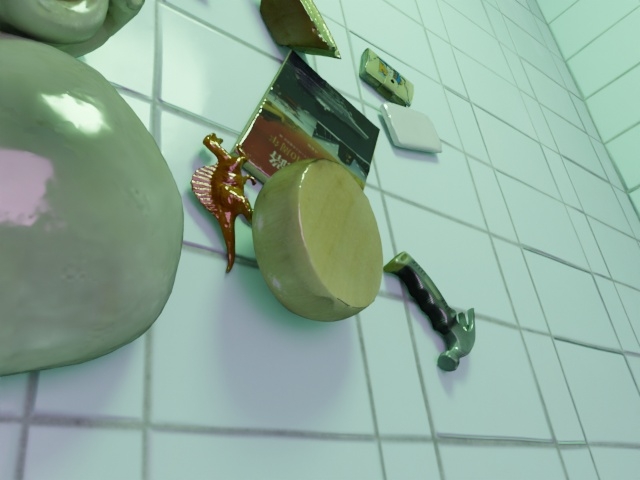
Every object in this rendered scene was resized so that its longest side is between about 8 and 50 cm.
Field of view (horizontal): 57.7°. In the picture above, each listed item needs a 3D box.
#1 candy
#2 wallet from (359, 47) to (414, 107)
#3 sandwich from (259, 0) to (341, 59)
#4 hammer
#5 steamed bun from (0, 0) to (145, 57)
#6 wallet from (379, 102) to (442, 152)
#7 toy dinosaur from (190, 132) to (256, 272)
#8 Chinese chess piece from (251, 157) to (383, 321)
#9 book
[{"bbox_3d":[-0.344,-0.046,0.584,0.427,0.186,0.386,-17,79,-44],"label":"candy"},{"bbox_3d":[0.165,-0.396,1.426,0.155,0.039,0.110,31,43,-23],"label":"wallet"},{"bbox_3d":[-0.052,-0.471,1.232,0.094,0.096,0.258,-5,65,-53],"label":"sandwich"},{"bbox_3d":[0.211,0.118,1.099,0.226,0.041,0.159,52,39,-1],"label":"hammer"},{"bbox_3d":[-0.407,-0.415,0.727,0.342,0.255,0.368,-44,126,-67],"label":"steamed bun"},{"bbox_3d":[0.218,-0.266,1.391,0.183,0.032,0.124,1,62,-46],"label":"wallet"},{"bbox_3d":[-0.144,-0.070,0.881,0.142,0.057,0.212,36,43,-17],"label":"toy dinosaur"},{"bbox_3d":[0.000,0.000,0.888,0.251,0.097,0.251,34,48,-47],"label":"Chinese chess piece"},{"bbox_3d":[-0.009,-0.193,1.124,0.262,0.028,0.374,38,42,-20],"label":"book"}]
